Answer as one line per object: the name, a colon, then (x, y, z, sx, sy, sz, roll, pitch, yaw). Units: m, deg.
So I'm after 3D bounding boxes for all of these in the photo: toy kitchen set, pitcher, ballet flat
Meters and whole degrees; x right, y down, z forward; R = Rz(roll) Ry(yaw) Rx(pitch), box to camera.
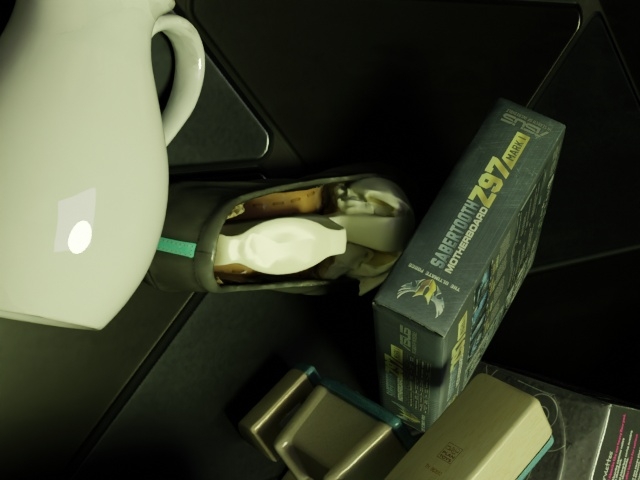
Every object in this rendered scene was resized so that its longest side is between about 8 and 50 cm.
toy kitchen set: (0.065, 0.167, 0.764, 0.122, 0.207, 0.166, -44, 129, -19)
pitcher: (-0.129, -0.054, 0.601, 0.177, 0.125, 0.207, 26, 70, -60)
ballet flat: (0.000, 0.000, 0.743, 0.280, 0.096, 0.095, -10, 105, -43)

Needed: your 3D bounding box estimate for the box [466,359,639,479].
box: (0.196, 0.249, 0.951, 0.142, 0.163, 0.247, 19, 87, -41)

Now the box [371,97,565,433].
box: (0.108, 0.031, 0.807, 0.183, 0.059, 0.233, -58, 162, -20)
